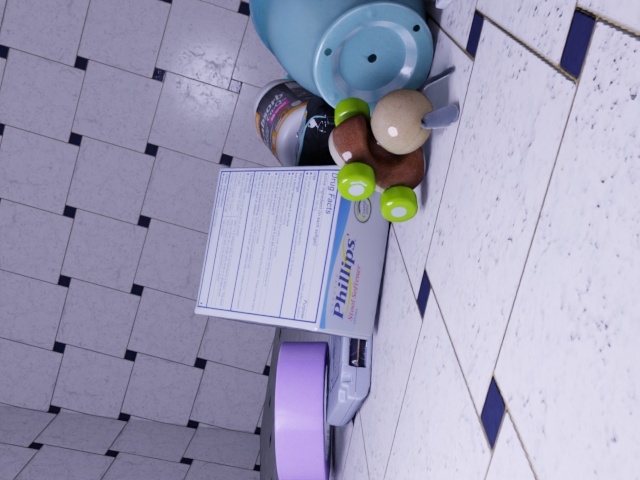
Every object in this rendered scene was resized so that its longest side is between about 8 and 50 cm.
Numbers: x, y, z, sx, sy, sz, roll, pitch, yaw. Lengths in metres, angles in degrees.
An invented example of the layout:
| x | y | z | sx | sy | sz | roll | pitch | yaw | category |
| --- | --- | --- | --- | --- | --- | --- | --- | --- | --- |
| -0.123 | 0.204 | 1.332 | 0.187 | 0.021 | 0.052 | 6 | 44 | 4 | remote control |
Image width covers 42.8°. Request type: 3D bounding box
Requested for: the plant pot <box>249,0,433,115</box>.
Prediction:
| x | y | z | sx | sy | sz | roll | pitch | yaw | category |
| --- | --- | --- | --- | --- | --- | --- | --- | --- | --- |
| 0.045 | -0.329 | 1.261 | 0.255 | 0.272 | 0.271 | -111 | 26 | -48 | plant pot |

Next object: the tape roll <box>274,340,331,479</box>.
| x | y | z | sx | sy | sz | roll | pitch | yaw | category |
| --- | --- | --- | --- | --- | --- | --- | --- | --- | --- |
| -0.029 | 0.333 | 1.581 | 0.275 | 0.090 | 0.274 | -1 | -90 | -85 | tape roll |

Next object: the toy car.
| x | y | z | sx | sy | sz | roll | pitch | yaw | category |
| --- | --- | --- | --- | --- | --- | --- | --- | --- | --- |
| 0.118 | -0.147 | 1.092 | 0.188 | 0.149 | 0.155 | -38 | 39 | 38 | toy car |

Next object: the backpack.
| x | y | z | sx | sy | sz | roll | pitch | yaw | category |
| --- | --- | --- | --- | --- | --- | --- | --- | --- | --- |
| 0.035 | -0.168 | 1.498 | 0.144 | 0.166 | 0.188 | -91 | 13 | -53 | backpack |

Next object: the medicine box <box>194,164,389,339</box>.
| x | y | z | sx | sy | sz | roll | pitch | yaw | category |
| --- | --- | --- | --- | --- | --- | --- | --- | --- | --- |
| -0.048 | 0.018 | 1.387 | 0.149 | 0.289 | 0.263 | 18 | -102 | -50 | medicine box |

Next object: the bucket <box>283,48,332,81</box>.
| x | y | z | sx | sy | sz | roll | pitch | yaw | category |
| --- | --- | --- | --- | --- | --- | --- | --- | --- | --- |
| -0.004 | -0.392 | 2.075 | 0.281 | 0.183 | 0.281 | -173 | 90 | -83 | bucket |

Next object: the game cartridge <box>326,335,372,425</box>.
| x | y | z | sx | sy | sz | roll | pitch | yaw | category |
| --- | --- | --- | --- | --- | --- | --- | --- | --- | --- |
| 0.052 | 0.174 | 1.476 | 0.196 | 0.060 | 0.294 | 115 | 162 | -60 | game cartridge |

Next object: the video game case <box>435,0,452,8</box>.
| x | y | z | sx | sy | sz | roll | pitch | yaw | category |
| --- | --- | --- | --- | --- | --- | --- | --- | --- | --- |
| 0.186 | -0.403 | 1.082 | 0.143 | 0.019 | 0.157 | -170 | 86 | -84 | video game case |

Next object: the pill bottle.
| x | y | z | sx | sy | sz | roll | pitch | yaw | category |
| --- | --- | --- | --- | --- | --- | --- | --- | --- | --- |
| -0.046 | -0.239 | 1.695 | 0.278 | 0.162 | 0.162 | -128 | 43 | -59 | pill bottle |
